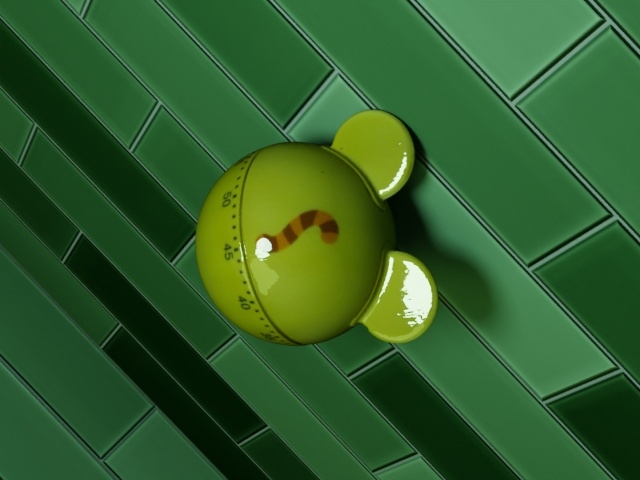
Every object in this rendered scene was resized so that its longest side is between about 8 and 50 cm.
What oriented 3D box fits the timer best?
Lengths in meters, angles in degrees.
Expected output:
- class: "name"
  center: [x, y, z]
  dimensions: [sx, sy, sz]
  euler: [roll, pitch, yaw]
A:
- class: "timer"
  center: [0.000, 0.000, 1.768]
  dimensions: [0.387, 0.376, 0.376]
  euler: [-12, 119, 24]
